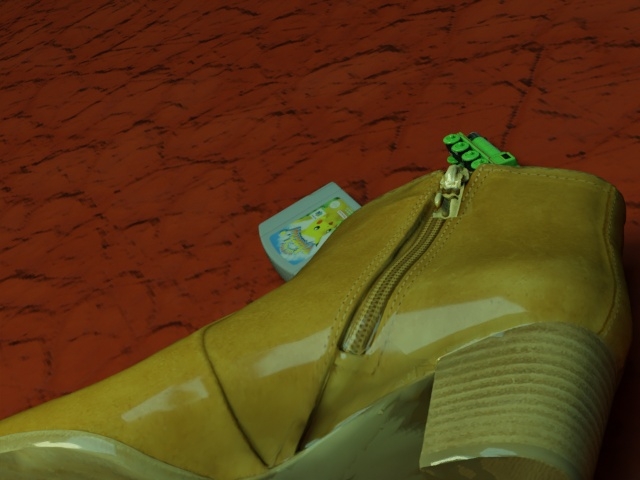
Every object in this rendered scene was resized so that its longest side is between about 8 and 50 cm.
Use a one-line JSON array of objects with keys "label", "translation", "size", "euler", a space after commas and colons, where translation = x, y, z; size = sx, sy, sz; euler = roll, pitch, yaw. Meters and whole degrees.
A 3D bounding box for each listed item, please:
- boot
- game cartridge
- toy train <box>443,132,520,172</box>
[{"label": "boot", "translation": [-0.015, 0.056, 0.623], "size": [0.295, 0.104, 0.211], "euler": [-9, 28, 17]}, {"label": "game cartridge", "translation": [0.000, 0.000, 0.767], "size": [0.056, 0.017, 0.083], "euler": [-34, 31, -7]}, {"label": "toy train", "translation": [0.088, -0.038, 0.758], "size": [0.023, 0.017, 0.083], "euler": [-20, 29, -10]}]
